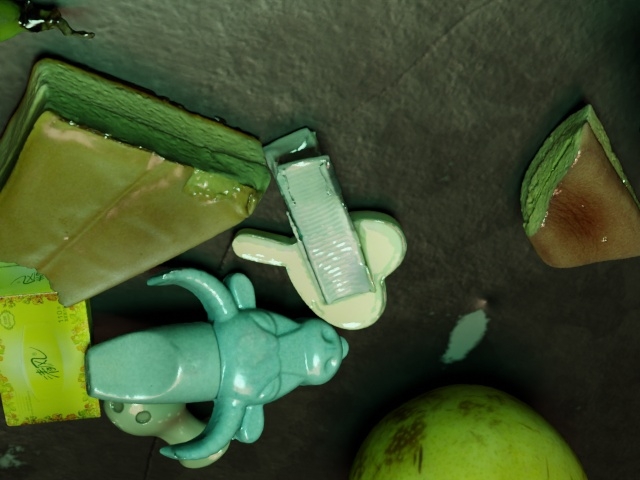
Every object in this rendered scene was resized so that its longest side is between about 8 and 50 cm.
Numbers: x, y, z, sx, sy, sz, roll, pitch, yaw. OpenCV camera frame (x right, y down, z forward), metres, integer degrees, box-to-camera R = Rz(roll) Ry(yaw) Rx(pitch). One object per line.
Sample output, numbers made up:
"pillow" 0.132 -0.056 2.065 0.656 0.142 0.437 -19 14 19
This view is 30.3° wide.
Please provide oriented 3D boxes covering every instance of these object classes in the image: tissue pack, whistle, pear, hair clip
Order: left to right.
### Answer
"tissue pack" -0.270 0.098 1.152 0.095 0.062 0.176 -5 129 -9
"whistle" -0.096 0.117 1.167 0.274 0.093 0.186 -4 87 -25
"hair clip" -0.003 0.000 1.127 0.159 0.071 0.218 -17 124 8
"pear" 0.159 0.295 1.280 0.280 0.281 0.281 -6 130 -8

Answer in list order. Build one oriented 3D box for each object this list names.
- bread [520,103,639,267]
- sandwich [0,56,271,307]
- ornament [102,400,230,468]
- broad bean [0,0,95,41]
"bread" 0.250 -0.037 1.152 0.119 0.067 0.192 -33 130 5
"sandwich" -0.178 -0.034 1.036 0.220 0.108 0.186 18 123 -28
"ornament" -0.165 0.179 1.233 0.075 0.081 0.156 -16 140 29
"broad bean" -0.334 -0.204 0.883 0.325 0.067 0.075 18 126 -37
